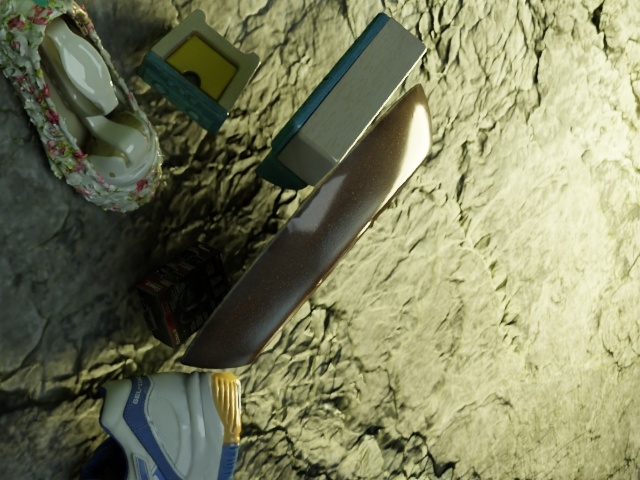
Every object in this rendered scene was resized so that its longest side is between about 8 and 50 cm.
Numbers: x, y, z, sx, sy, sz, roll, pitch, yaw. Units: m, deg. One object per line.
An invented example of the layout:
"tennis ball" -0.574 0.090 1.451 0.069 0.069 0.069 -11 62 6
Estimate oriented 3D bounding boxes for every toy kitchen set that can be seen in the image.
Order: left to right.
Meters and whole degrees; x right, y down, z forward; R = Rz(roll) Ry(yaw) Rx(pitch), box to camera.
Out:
"toy kitchen set" -0.052 -0.115 0.991 0.166 0.207 0.122 39 64 -5

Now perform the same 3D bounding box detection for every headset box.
"headset box" -0.122 0.050 1.168 0.083 0.032 0.062 -38 131 -29

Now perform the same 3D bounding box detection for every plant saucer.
"plant saucer" 0.000 0.000 1.120 0.310 0.050 0.310 -50 179 -1

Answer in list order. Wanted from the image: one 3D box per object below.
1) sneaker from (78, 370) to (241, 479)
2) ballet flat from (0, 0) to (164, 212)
"sneaker" -0.152 0.227 1.182 0.131 0.112 0.296 5 124 -10
"ballet flat" -0.176 -0.097 1.007 0.091 0.077 0.241 -51 138 -19
